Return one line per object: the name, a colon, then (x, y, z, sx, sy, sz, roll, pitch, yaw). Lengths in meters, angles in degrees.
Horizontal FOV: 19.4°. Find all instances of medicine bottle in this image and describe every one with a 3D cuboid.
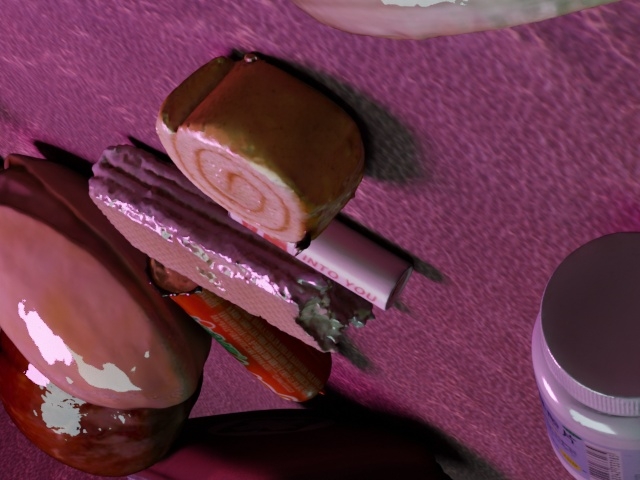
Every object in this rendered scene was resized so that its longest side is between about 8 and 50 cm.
medicine bottle: (0.166, 0.069, 0.992, 0.103, 0.103, 0.186, 30, 167, 19)

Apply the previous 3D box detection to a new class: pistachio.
pistachio: (-0.208, 0.040, 1.663, 0.293, 0.162, 0.181, 46, 158, 24)

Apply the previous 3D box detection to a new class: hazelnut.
hazelnut: (-0.208, 0.117, 1.873, 0.218, 0.218, 0.234, 28, 130, 24)

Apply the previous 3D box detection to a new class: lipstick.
lipstick: (0.000, 0.000, 1.294, 0.131, 0.038, 0.038, 31, 167, 13)

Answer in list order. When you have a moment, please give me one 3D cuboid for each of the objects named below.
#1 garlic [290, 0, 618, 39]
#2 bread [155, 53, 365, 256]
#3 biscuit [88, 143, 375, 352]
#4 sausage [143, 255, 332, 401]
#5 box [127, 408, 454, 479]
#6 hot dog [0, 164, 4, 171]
garlic: (0.043, -0.118, 0.597, 0.207, 0.115, 0.128, 20, 155, 40)
bread: (-0.039, -0.052, 1.122, 0.122, 0.073, 0.149, 34, 167, 9)
biscuit: (-0.072, 0.005, 1.438, 0.239, 0.062, 0.108, 26, 165, 30)
sausage: (-0.054, 0.073, 1.622, 0.083, 0.083, 0.264, 24, 164, 38)
box: (-0.044, 0.242, 1.912, 0.263, 0.108, 0.404, -4, -177, -23)
hot dog: (-0.361, -0.089, 1.867, 0.062, 0.038, 0.144, 27, 165, 29)
